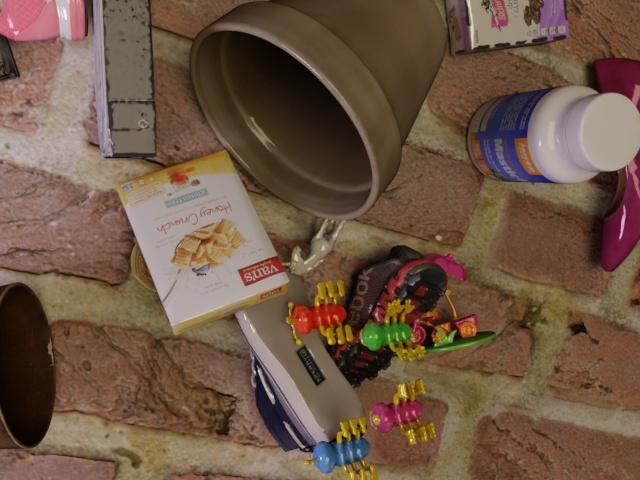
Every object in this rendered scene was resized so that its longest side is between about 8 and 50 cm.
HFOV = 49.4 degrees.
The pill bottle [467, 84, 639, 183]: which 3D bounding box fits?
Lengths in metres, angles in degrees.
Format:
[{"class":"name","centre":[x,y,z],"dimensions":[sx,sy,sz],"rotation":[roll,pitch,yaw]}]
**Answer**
[{"class":"pill bottle","centre":[0.366,-0.166,1.109],"dimensions":[0.152,0.272,0.152],"rotation":[-2,97,-19]}]

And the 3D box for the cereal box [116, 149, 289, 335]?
[{"class":"cereal box","centre":[-0.169,-0.003,0.994],"dimensions":[0.173,0.047,0.240],"rotation":[-21,66,-17]}]

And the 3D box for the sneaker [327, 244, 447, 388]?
[{"class":"sneaker","centre":[0.089,0.119,1.141],"dimensions":[0.098,0.135,0.276],"rotation":[24,111,-32]}]

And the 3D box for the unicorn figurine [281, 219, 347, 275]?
[{"class":"unicorn figurine","centre":[0.000,0.000,1.071],"dimensions":[0.060,0.162,0.111],"rotation":[32,103,18]}]

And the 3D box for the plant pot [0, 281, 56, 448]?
[{"class":"plant pot","centre":[-0.495,0.175,0.902],"dimensions":[0.231,0.215,0.215],"rotation":[-7,99,-3]}]

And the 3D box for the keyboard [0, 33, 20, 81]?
[{"class":"keyboard","centre":[-0.502,-0.219,0.935],"dimensions":[0.180,0.023,0.108],"rotation":[-19,96,-16]}]

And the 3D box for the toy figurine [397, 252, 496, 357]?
[{"class":"toy figurine","centre":[0.194,0.103,1.184],"dimensions":[0.173,0.130,0.159],"rotation":[-14,87,7]}]

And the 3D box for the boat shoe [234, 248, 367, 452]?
[{"class":"boat shoe","centre":[-0.073,0.176,1.072],"dimensions":[0.127,0.158,0.340],"rotation":[-22,82,-40]}]

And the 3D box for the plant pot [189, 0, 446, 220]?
[{"class":"plant pot","centre":[0.025,-0.237,0.992],"dimensions":[0.323,0.323,0.280],"rotation":[51,62,-17]}]

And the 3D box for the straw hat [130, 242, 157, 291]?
[{"class":"straw hat","centre":[-0.209,0.035,1.041],"dimensions":[0.145,0.144,0.061],"rotation":[-19,146,-16]}]

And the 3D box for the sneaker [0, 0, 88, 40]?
[{"class":"sneaker","centre":[-0.401,-0.410,0.898],"dimensions":[0.136,0.116,0.313],"rotation":[-16,101,-16]}]

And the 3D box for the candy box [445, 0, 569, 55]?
[{"class":"candy box","centre":[0.309,-0.407,1.169],"dimensions":[0.196,0.070,0.164],"rotation":[-12,100,-18]}]

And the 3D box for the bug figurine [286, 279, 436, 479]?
[{"class":"bug figurine","centre":[0.057,0.198,0.998],"dimensions":[0.216,0.072,0.278],"rotation":[-1,75,-29]}]

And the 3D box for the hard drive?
[{"class":"hard drive","centre":[-0.260,-0.275,0.898],"dimensions":[0.064,0.237,0.338],"rotation":[-2,98,-19]}]

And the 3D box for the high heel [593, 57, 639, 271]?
[{"class":"high heel","centre":[0.534,-0.139,1.283],"dimensions":[0.181,0.127,0.377],"rotation":[18,95,8]}]
